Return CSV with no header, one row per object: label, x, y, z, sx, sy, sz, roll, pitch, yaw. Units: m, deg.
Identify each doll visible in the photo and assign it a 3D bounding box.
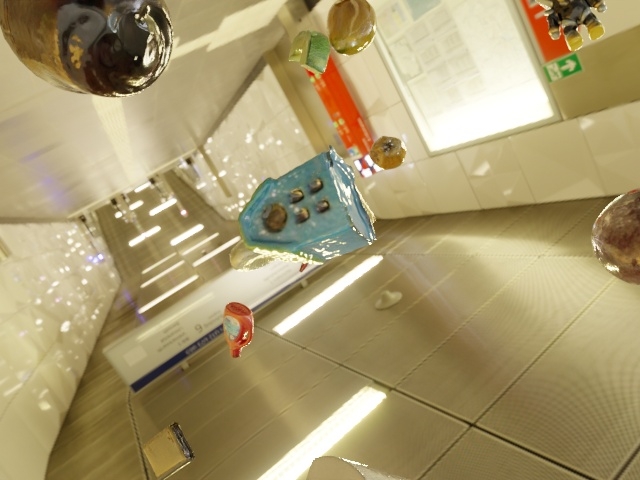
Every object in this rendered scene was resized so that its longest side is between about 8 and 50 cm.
doll,0.595,-0.621,1.184,0.103,0.317,0.145,-3,160,-34

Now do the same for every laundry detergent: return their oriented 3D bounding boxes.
laundry detergent,-0.222,0.251,1.312,0.097,0.166,0.049,22,-148,28

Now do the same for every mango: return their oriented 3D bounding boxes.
mango,0.068,-0.461,1.050,0.111,0.163,0.090,-2,150,-4

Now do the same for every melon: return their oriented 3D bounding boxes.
melon,-0.036,-0.566,1.438,0.209,0.064,0.118,43,-64,57

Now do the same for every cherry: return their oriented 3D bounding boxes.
cherry,0.680,-0.011,1.011,0.214,0.183,0.266,-65,175,24

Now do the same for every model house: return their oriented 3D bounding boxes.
model house,-0.039,-0.046,1.173,0.303,0.216,0.237,-26,163,13

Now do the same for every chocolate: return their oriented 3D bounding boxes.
chocolate,-0.517,-0.517,1.152,0.331,0.384,0.383,21,-137,31

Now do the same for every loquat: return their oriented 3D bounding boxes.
loquat,0.236,-0.309,1.694,0.137,0.137,0.113,-8,-120,60

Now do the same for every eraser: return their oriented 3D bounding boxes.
eraser,0.125,0.520,0.986,0.174,0.270,0.095,-8,-125,54

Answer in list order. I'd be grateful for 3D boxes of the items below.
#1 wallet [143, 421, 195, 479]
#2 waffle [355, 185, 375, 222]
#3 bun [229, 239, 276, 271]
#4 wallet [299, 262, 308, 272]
wallet,-0.403,0.559,1.280,0.031,0.110,0.198,-15,158,-49
waffle,0.026,-0.088,1.479,0.221,0.248,0.055,-31,-139,9
bun,-0.233,0.036,1.702,0.183,0.102,0.183,-19,165,-5
wallet,0.000,0.000,1.346,0.197,0.020,0.103,-56,178,4
